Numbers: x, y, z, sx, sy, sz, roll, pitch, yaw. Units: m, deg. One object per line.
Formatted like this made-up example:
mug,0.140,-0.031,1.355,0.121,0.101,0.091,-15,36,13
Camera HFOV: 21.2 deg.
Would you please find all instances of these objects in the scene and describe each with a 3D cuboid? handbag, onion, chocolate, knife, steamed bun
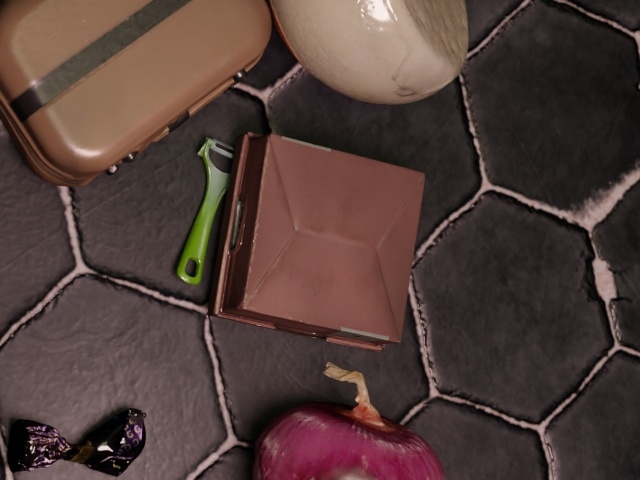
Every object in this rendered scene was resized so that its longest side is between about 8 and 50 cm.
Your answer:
handbag,-0.234,-0.235,1.823,0.302,0.149,0.283,-38,95,-18
onion,0.030,0.263,1.828,0.207,0.200,0.200,45,72,-16
chocolate,-0.254,0.218,1.809,0.147,0.070,0.072,1,111,-19
knife,-0.122,-0.027,1.903,0.078,0.022,0.166,23,76,-19
steamed bun,0.039,-0.277,1.882,0.177,0.283,0.283,-17,90,23

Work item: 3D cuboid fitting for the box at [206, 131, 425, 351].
box,0.000,0.000,1.900,0.215,0.086,0.215,14,79,-25
